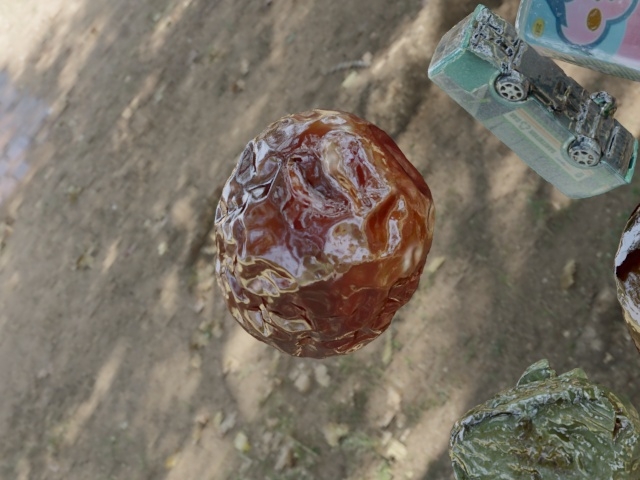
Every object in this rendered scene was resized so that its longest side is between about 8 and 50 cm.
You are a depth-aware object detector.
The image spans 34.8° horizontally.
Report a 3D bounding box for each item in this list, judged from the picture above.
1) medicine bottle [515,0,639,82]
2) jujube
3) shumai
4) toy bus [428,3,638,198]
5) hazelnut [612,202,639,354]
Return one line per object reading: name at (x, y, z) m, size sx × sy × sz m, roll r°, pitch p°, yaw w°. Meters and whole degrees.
medicine bottle at (0.233, -0.155, 0.648) m, size 0.188 × 0.094 × 0.119 m, roll 22°, pitch 102°, yaw 30°
jujube at (0.000, 0.000, 0.814) m, size 0.250 × 0.174 × 0.174 m, roll 99°, pitch -166°, yaw -64°
shumai at (0.313, 0.272, 1.377) m, size 0.255 × 0.189 × 0.218 m, roll -14°, pitch 6°, yaw 22°
toy bus at (0.245, -0.152, 1.158) m, size 0.109 × 0.261 × 0.091 m, roll -28°, pitch 30°, yaw 50°
hazelnut at (0.320, 0.051, 0.792) m, size 0.170 × 0.202 × 0.161 m, roll -19°, pitch 43°, yaw 4°
